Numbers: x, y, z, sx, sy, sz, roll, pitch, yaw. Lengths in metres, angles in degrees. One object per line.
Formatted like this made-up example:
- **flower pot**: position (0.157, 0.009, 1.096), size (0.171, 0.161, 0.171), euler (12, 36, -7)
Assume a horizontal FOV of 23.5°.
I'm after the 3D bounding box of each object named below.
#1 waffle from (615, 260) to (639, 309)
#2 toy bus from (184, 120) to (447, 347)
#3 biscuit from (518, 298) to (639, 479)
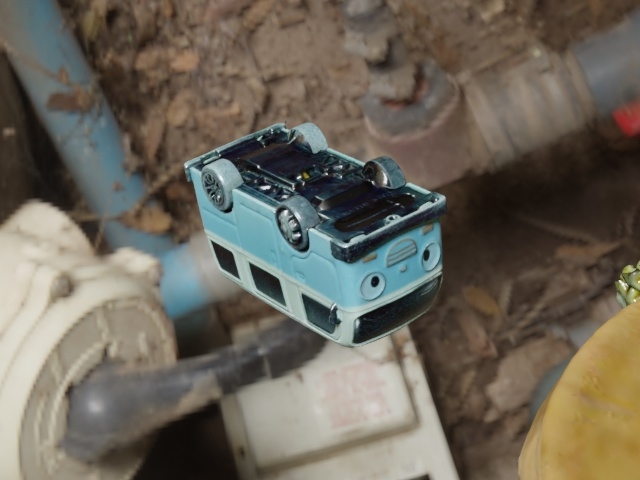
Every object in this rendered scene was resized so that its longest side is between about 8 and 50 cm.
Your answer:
- **waffle**: position (0.417, 0.100, 1.696), size (0.054, 0.214, 0.208), euler (-37, 104, -28)
- **toy bus**: position (0.000, 0.000, 1.489), size (0.133, 0.271, 0.164), euler (-25, 122, -28)
- **biscuit**: position (0.258, 0.150, 0.700), size (0.351, 0.312, 0.057), euler (30, 132, 0)
